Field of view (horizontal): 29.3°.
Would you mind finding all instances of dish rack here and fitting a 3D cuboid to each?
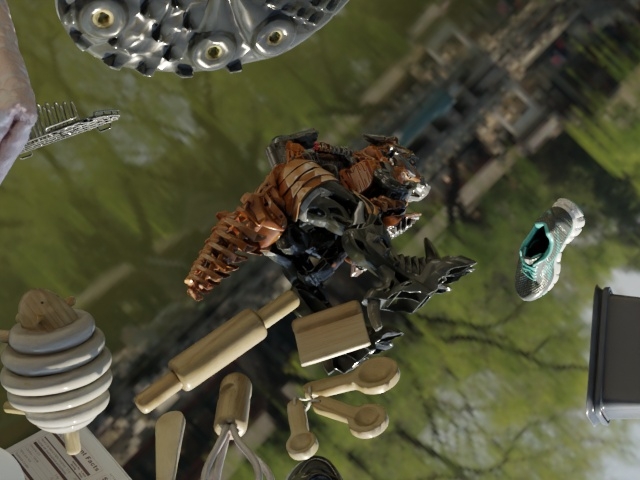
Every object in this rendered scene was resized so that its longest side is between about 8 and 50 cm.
[{"bbox_3d":[-0.469,-0.180,1.990,0.271,0.074,0.208,-17,-174,11],"label":"dish rack"}]

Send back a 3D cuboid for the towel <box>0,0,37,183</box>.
[{"bbox_3d":[-0.415,-0.091,1.354,0.317,0.053,0.332,-55,-146,17],"label":"towel"}]

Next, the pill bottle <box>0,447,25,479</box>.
[{"bbox_3d":[-0.292,0.204,0.957,0.137,0.078,0.078,-25,-167,42],"label":"pill bottle"}]

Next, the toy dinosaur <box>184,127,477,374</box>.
[{"bbox_3d":[0.000,0.000,1.115,0.322,0.218,0.164,-31,166,-28],"label":"toy dinosaur"}]

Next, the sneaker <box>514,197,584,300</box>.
[{"bbox_3d":[0.289,0.018,1.643,0.076,0.065,0.166,-24,142,-41],"label":"sneaker"}]

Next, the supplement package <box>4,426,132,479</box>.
[{"bbox_3d":[-0.311,0.362,1.288,0.263,0.198,0.199,-28,137,-28],"label":"supplement package"}]

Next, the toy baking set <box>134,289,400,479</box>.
[{"bbox_3d":[-0.056,0.125,0.945,0.256,0.030,0.197,-32,-146,-17],"label":"toy baking set"}]

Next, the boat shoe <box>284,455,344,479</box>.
[{"bbox_3d":[-0.006,0.272,1.250,0.228,0.080,0.076,-65,172,-69],"label":"boat shoe"}]

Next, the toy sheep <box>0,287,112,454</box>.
[{"bbox_3d":[-0.197,0.097,0.912,0.091,0.132,0.091,-10,-160,3],"label":"toy sheep"}]

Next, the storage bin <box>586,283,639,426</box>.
[{"bbox_3d":[0.319,0.119,1.217,0.098,0.091,0.135,47,49,-61],"label":"storage bin"}]

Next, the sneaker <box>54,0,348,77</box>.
[{"bbox_3d":[-0.009,-0.146,0.523,0.237,0.086,0.085,-32,136,-16],"label":"sneaker"}]
